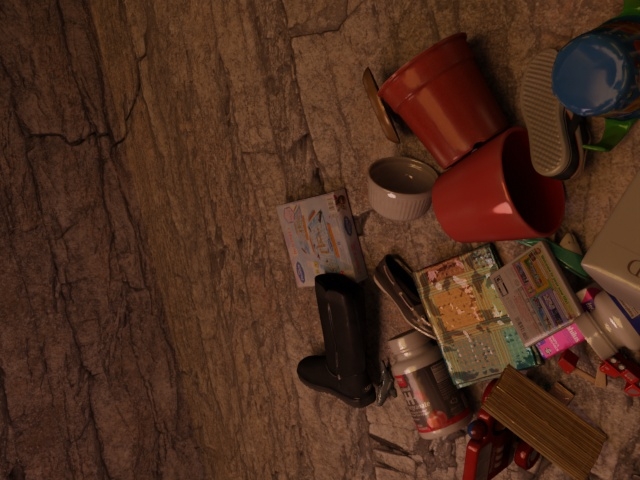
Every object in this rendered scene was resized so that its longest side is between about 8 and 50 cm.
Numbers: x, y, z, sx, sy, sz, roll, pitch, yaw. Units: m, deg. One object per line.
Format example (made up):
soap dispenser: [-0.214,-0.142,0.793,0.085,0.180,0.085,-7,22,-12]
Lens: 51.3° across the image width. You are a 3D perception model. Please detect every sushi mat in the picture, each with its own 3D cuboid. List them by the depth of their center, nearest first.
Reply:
sushi mat: [0.591,0.481,1.760,0.316,0.151,0.019,37,155,11]

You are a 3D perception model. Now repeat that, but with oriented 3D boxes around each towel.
towel: [0.439,0.221,1.905,0.271,0.040,0.370,-24,86,28]

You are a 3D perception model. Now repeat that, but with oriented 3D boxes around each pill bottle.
pill bottle: [0.710,0.148,1.474,0.272,0.152,0.152,-38,73,15]
pill bottle: [0.330,0.433,2.060,0.176,0.176,0.319,-29,82,49]

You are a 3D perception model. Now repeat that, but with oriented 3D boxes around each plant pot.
plant pot: [0.432,-0.114,1.668,0.243,0.275,0.275,-20,89,46]
plant pot: [0.333,-0.345,1.723,0.265,0.272,0.272,57,138,4]
plant pot: [0.171,-0.382,1.909,0.032,0.236,0.236,-23,86,12]

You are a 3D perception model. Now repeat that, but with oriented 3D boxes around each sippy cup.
sippy cup: [0.616,-0.359,1.418,0.240,0.224,0.305,-30,82,49]

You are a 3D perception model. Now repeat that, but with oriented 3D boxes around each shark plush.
shark plush: [0.221,0.490,2.282,0.073,0.067,0.161,29,124,38]

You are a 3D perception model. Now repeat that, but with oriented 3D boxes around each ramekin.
ramekin: [0.233,-0.146,1.938,0.207,0.207,0.109,37,137,33]

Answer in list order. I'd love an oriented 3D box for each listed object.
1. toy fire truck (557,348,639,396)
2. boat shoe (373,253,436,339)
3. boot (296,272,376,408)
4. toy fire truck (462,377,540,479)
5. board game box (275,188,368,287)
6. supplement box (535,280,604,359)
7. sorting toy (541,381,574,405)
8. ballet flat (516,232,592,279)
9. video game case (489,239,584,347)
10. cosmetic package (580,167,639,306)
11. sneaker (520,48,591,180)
toy fire truck: [0.712,0.328,1.667,0.192,0.047,0.135,41,134,8]
boat shoe: [0.288,0.173,2.059,0.335,0.112,0.095,45,137,32]
boot: [0.026,0.324,2.323,0.367,0.146,0.445,12,123,43]
toy fire truck: [0.495,0.540,1.859,0.169,0.254,0.302,23,120,40]
board game box: [0.000,0.000,2.344,0.318,0.066,0.319,-8,98,48]
supplement box: [0.641,0.198,1.683,0.220,0.114,0.111,-45,70,44]
sorting toy: [0.649,0.414,1.828,0.083,0.012,0.062,40,135,26]
ballet flat: [0.593,0.006,1.692,0.247,0.083,0.087,34,107,33]
video game case: [0.542,0.138,1.681,0.193,0.023,0.212,-45,58,45]
cosmetic package: [0.750,-0.014,1.211,0.329,0.327,0.394,34,95,34]
sneaker: [0.562,-0.293,1.592,0.126,0.127,0.321,-13,69,48]
